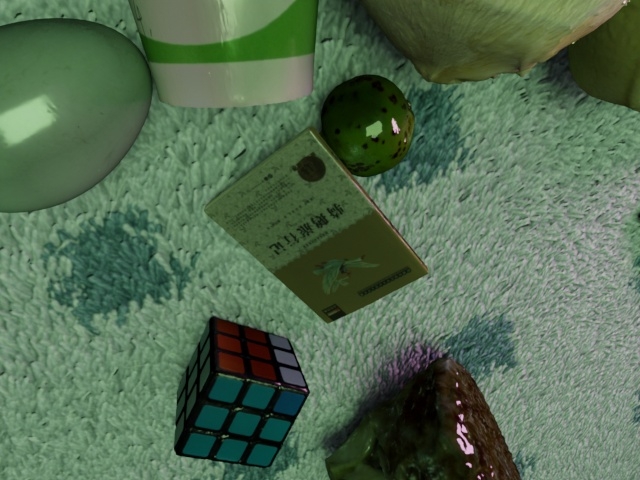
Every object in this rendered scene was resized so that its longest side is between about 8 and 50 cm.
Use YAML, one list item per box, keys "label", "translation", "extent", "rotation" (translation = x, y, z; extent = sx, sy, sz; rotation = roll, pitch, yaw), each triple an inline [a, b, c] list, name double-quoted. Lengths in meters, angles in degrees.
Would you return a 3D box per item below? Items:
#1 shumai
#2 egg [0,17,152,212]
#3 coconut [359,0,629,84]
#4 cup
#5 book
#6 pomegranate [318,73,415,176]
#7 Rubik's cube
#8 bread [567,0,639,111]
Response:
- label: "shumai"
  translation: [0.182, 0.440, 0.777]
  extent: [0.348, 0.395, 0.395]
  rotation: [-23, 118, 23]
- label: "egg"
  translation: [-0.314, -0.141, 0.460]
  extent: [0.264, 0.183, 0.182]
  rotation: [-37, 116, -4]
- label: "coconut"
  translation: [0.192, -0.358, 0.440]
  extent: [0.347, 0.346, 0.360]
  rotation: [4, 130, -17]
- label: "cup"
  translation: [-0.103, -0.295, 0.437]
  extent: [0.253, 0.253, 0.273]
  rotation: [-10, 119, -12]
- label: "book"
  translation: [0.000, 0.000, 0.649]
  extent: [0.217, 0.021, 0.310]
  rotation: [-32, 118, 24]
- label: "pomegranate"
  translation: [0.057, -0.160, 0.591]
  extent: [0.169, 0.122, 0.143]
  rotation: [-24, 118, -7]
- label: "Rubik's cube"
  translation: [-0.136, 0.248, 0.677]
  extent: [0.161, 0.163, 0.162]
  rotation: [22, 100, -22]
- label: "bread"
  translation: [0.494, -0.349, 0.561]
  extent: [0.321, 0.237, 0.320]
  rotation: [-16, 139, -14]
